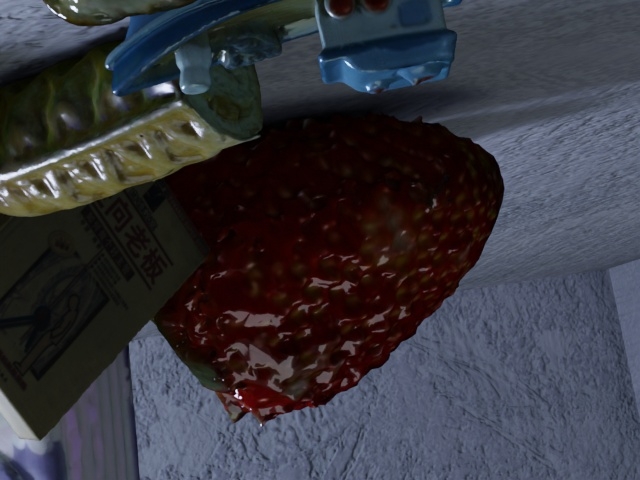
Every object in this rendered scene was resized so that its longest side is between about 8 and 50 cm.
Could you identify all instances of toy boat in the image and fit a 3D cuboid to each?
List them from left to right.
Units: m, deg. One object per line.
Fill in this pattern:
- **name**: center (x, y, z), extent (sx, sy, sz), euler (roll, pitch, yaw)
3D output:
- **toy boat**: center (-0.018, -0.131, 1.231), extent (0.238, 0.098, 0.109), euler (-10, 170, -2)

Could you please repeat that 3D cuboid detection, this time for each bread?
- **bread**: center (-0.159, -0.084, 1.388), extent (0.269, 0.087, 0.098), euler (-17, 136, 39)

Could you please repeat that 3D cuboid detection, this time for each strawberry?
- **strawberry**: center (0.000, 0.001, 1.794), extent (0.343, 0.292, 0.292), euler (-30, 170, 10)

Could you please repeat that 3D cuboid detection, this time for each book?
- **book**: center (-0.198, 0.027, 1.561), extent (0.026, 0.161, 0.231), euler (5, -135, 45)

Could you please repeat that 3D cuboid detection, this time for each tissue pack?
- **tissue pack**: center (-0.277, 0.109, 1.687), extent (0.242, 0.344, 0.125), euler (-5, 179, 42)

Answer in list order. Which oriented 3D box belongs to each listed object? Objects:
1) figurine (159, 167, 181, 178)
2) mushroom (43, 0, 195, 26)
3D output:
- **figurine**: center (-0.111, -0.094, 1.521), extent (0.083, 0.083, 0.187), euler (-14, -178, 24)
- **mushroom**: center (-0.119, -0.168, 0.827), extent (0.107, 0.087, 0.333), euler (-16, 169, 8)
